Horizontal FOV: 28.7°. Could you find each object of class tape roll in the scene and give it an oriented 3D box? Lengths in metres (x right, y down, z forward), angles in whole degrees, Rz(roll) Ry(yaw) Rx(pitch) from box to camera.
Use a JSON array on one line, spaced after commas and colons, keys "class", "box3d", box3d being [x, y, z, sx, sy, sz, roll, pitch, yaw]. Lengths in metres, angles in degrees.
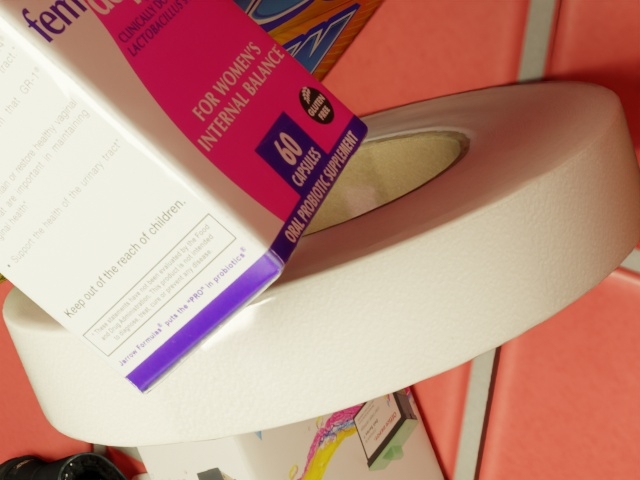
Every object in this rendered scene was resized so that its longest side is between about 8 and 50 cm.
[{"class": "tape roll", "box3d": [0.000, 0.000, 0.761, 0.392, 0.392, 0.072, -9, 108, 38]}]

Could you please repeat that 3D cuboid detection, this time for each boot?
[{"class": "boot", "box3d": [-0.242, 0.331, 1.276, 0.207, 0.094, 0.247, -11, 100, 55]}]

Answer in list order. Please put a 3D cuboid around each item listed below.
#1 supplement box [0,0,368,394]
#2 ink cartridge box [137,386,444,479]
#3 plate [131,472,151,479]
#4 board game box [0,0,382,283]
[{"class": "supplement box", "box3d": [-0.106, -0.063, 0.517, 0.220, 0.111, 0.114, 41, 130, -9]}, {"class": "ink cartridge box", "box3d": [-0.028, 0.145, 0.977, 0.117, 0.201, 0.278, -10, 107, 41]}, {"class": "plate", "box3d": [-0.050, 0.342, 1.202, 0.278, 0.045, 0.277, -16, 104, 40]}, {"class": "board game box", "box3d": [-0.155, -0.247, 0.763, 0.356, 0.356, 0.356, 47, 131, 6]}]
